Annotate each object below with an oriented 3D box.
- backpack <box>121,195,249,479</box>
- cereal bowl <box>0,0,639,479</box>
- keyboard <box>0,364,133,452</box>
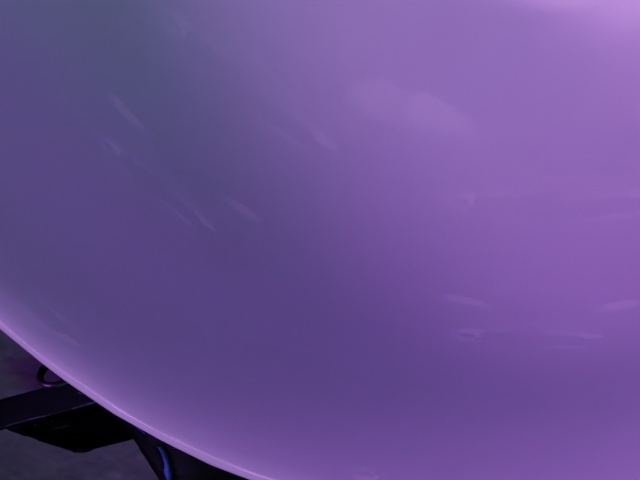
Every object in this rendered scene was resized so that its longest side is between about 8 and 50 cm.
[{"bbox_3d":[0.000,0.000,0.640,0.173,0.117,0.158,-32,160,-8],"label":"backpack"},{"bbox_3d":[0.020,-0.109,0.452,0.339,0.141,0.339,16,125,24],"label":"cereal bowl"},{"bbox_3d":[-0.036,0.041,0.767,0.192,0.038,0.100,-16,160,15],"label":"keyboard"}]
